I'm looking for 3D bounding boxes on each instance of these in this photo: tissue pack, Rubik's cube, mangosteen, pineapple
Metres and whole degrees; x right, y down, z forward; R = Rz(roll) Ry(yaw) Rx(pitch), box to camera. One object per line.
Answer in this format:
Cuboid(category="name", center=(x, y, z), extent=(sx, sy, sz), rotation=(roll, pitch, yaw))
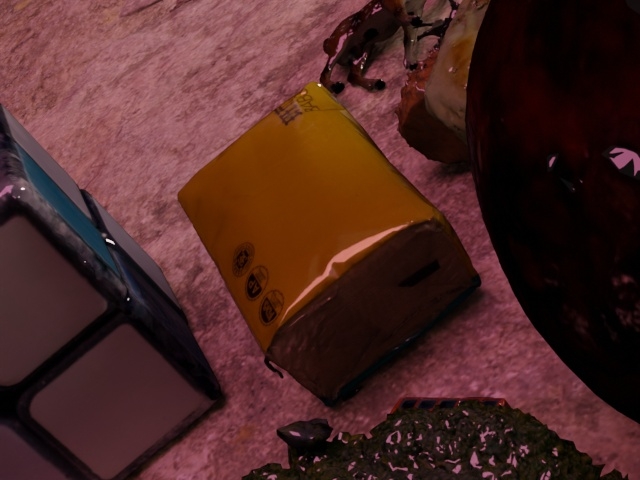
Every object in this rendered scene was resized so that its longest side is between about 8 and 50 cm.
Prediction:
Cuboid(category="tissue pack", center=(-0.002, -0.007, 1.040), extent=(0.192, 0.134, 0.271), rotation=(-41, 40, 4))
Cuboid(category="Rubik's cube", center=(-0.335, 0.092, 1.136), extent=(0.313, 0.316, 0.318), rotation=(-40, 29, -1))
Cuboid(category="mangosteen", center=(0.292, -0.048, 0.639), extent=(0.381, 0.421, 0.381), rotation=(-18, 69, 61))
Cuboid(category="pineapple", center=(0.147, -0.185, 1.192), extent=(0.125, 0.125, 0.251), rotation=(-18, 31, 31))

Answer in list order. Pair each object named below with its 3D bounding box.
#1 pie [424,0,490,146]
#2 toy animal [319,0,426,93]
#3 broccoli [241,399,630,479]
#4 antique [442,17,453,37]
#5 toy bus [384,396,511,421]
Cuboid(category="pie", center=(0.302, -0.230, 0.991), extent=(0.418, 0.180, 0.395), rotation=(-8, 39, 30))
Cuboid(category="toy animal", center=(0.094, -0.304, 1.436), extent=(0.243, 0.087, 0.260), rotation=(-24, 36, 21))
Cuboid(category="broccoli", center=(0.065, 0.247, 0.570), extent=(0.304, 0.321, 0.283), rotation=(-59, -4, -13))
Cuboid(category="antique", center=(0.218, -0.210, 1.136), extent=(0.192, 0.015, 0.031), rotation=(3, 30, 1))
Cuboid(category="toy bus", center=(0.101, 0.142, 0.876), extent=(0.110, 0.031, 0.043), rotation=(-6, 36, 43))
